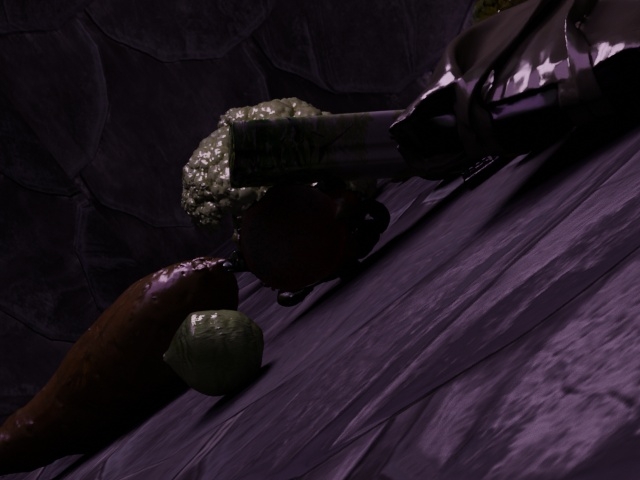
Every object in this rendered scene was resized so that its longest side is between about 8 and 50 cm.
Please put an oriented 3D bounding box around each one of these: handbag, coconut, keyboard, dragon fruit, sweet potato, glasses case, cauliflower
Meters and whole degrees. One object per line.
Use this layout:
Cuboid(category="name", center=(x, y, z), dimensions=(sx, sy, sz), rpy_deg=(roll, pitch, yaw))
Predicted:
Cuboid(category="handbag", center=(0.218, -0.167, 1.442), dimensions=(0.316, 0.109, 0.253), rpy_deg=(-15, 21, 36))
Cuboid(category="coconut", center=(-0.100, 0.105, 1.536), dimensions=(0.096, 0.087, 0.088), rpy_deg=(-8, 6, 2))
Cuboid(category="keyboard", center=(0.227, -0.118, 1.687), dimensions=(0.195, 0.018, 0.060), rpy_deg=(-36, 1, 6))
Cuboid(category="dragon fruit", center=(0.000, 0.000, 1.728), dimensions=(0.175, 0.138, 0.142), rpy_deg=(-6, 14, -43))
Cuboid(category="sweet potato", center=(-0.249, 0.158, 1.895), dimensions=(0.423, 0.130, 0.130), rpy_deg=(-38, 4, 14))
Cuboid(category="glasses case", center=(0.039, -0.102, 1.744), dimensions=(0.272, 0.062, 0.095), rpy_deg=(-4, -9, -7))
Cuboid(category="cauliflower", center=(-0.059, -0.077, 2.407), dimensions=(0.272, 0.275, 0.250), rpy_deg=(-72, -3, -52))

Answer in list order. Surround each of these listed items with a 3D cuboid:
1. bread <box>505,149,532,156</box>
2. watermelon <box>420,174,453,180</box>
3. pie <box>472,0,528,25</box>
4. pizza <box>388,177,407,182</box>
Cuboid(category="bread", center=(0.193, -0.127, 1.610), dimensions=(0.085, 0.085, 0.053), rpy_deg=(-40, -6, -30))
Cuboid(category="watermelon", center=(0.139, -0.109, 1.911), dimensions=(0.078, 0.078, 0.111), rpy_deg=(-39, 4, -25))
Cuboid(category="pie", center=(0.346, -0.353, 2.347), dimensions=(0.277, 0.078, 0.277), rpy_deg=(-19, -7, -2))
Cuboid(category="pizza", center=(0.169, -0.142, 2.260), dimensions=(0.185, 0.036, 0.176), rpy_deg=(-38, 5, -1))
